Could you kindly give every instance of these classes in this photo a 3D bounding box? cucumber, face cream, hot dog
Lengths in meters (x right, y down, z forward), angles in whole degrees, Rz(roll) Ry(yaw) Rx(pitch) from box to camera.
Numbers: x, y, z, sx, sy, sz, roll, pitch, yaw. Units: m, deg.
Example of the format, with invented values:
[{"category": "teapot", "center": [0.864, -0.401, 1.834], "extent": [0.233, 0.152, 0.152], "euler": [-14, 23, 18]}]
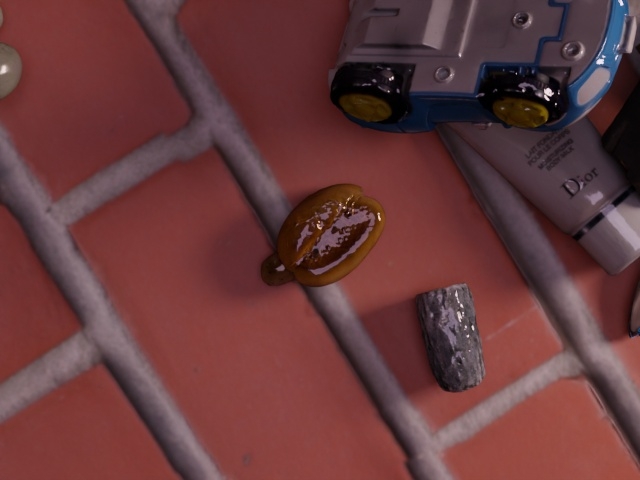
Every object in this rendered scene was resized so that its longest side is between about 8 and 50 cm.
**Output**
[{"category": "cucumber", "center": [0.139, 0.102, 1.618], "extent": [0.064, 0.064, 0.112], "euler": [-14, 92, -4]}, {"category": "face cream", "center": [0.232, -0.103, 1.619], "extent": [0.143, 0.089, 0.314], "euler": [-41, 83, -2]}, {"category": "hot dog", "center": [0.002, 0.001, 1.609], "extent": [0.090, 0.060, 0.140], "euler": [41, 81, 0]}]

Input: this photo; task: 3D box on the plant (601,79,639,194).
[{"category": "plant", "center": [0.405, -0.145, 1.536], "extent": [0.256, 0.142, 0.164], "euler": [-41, 71, 31]}]

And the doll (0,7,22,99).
[{"category": "doll", "center": [-0.434, -0.240, 1.522], "extent": [0.228, 0.154, 0.258], "euler": [-24, 102, -37]}]

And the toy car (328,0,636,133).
[{"category": "toy car", "center": [0.159, -0.185, 1.520], "extent": [0.314, 0.166, 0.198], "euler": [3, 66, 26]}]

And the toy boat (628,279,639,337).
[{"category": "toy boat", "center": [0.383, 0.014, 1.638], "extent": [0.084, 0.066, 0.210], "euler": [28, 96, -17]}]

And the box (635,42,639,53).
[{"category": "box", "center": [0.394, -0.200, 1.645], "extent": [0.083, 0.035, 0.079], "euler": [-37, 94, -2]}]
